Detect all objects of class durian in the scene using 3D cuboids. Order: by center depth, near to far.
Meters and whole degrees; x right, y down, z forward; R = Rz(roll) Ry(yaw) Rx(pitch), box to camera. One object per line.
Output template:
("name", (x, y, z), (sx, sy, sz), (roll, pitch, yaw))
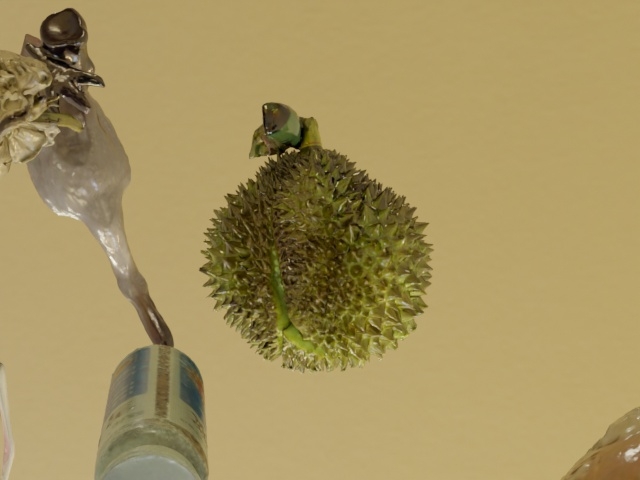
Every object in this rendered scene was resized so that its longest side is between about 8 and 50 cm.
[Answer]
("durian", (-0.005, 0.014, 1.107), (0.146, 0.159, 0.198), (34, 9, -47))

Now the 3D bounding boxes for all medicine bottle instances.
("medicine bottle", (-0.077, 0.092, 0.692), (0.191, 0.051, 0.051), (-114, -158, -80))

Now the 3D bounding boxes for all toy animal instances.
("toy animal", (-0.220, -0.064, 1.387), (0.195, 0.090, 0.324), (-127, -160, -55))

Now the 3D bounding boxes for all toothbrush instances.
("toothbrush", (-0.352, 0.226, 1.684), (0.022, 0.017, 0.204), (-21, 122, -36))

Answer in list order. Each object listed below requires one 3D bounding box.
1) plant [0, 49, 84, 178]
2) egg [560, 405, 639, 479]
("plant", (-0.229, -0.094, 1.174), (0.122, 0.116, 0.104), (6, 88, -36))
("egg", (0.170, 0.145, 0.551), (0.195, 0.233, 0.195), (47, 23, -28))
